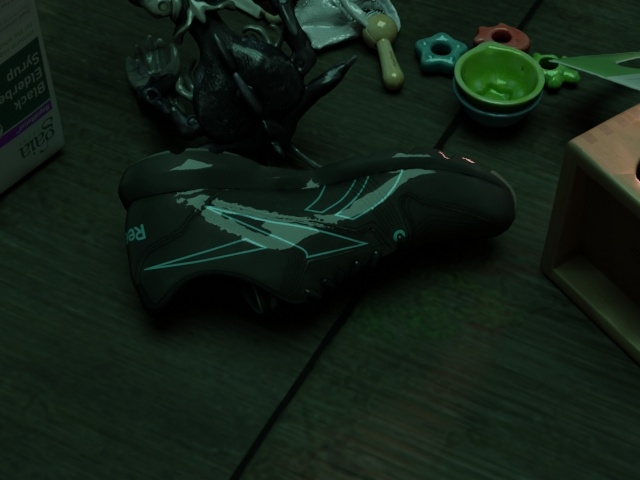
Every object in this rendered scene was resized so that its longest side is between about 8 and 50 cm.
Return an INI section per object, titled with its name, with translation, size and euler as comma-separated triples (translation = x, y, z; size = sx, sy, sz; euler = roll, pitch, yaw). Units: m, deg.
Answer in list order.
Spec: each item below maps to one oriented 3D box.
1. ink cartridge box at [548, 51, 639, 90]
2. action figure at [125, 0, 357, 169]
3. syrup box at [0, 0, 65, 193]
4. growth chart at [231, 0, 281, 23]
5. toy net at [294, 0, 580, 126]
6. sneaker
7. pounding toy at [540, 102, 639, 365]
[ink cartridge box]
translation = 0.300, -0.085, 0.993
size = 0.171, 0.056, 0.235
euler = -9, 22, -36
[action figure]
translation = -0.081, -0.159, 1.009
size = 0.164, 0.275, 0.141
euler = -29, 12, 5
[syrup box]
translation = -0.251, -0.141, 0.938
size = 0.096, 0.237, 0.093
euler = 31, 55, 27
[growth chart]
translation = -0.040, -0.297, 1.119
size = 0.172, 0.237, 0.021
euler = 42, 22, 22
[toy net]
translation = 0.084, -0.164, 1.094
size = 0.232, 0.045, 0.122
euler = 31, 55, 23
[sneaker]
translation = 0.000, 0.000, 0.934
size = 0.267, 0.101, 0.106
euler = -2, 71, -4
[pounding toy]
translation = 0.249, 0.005, 0.858
size = 0.094, 0.181, 0.206
euler = -27, 55, -23
